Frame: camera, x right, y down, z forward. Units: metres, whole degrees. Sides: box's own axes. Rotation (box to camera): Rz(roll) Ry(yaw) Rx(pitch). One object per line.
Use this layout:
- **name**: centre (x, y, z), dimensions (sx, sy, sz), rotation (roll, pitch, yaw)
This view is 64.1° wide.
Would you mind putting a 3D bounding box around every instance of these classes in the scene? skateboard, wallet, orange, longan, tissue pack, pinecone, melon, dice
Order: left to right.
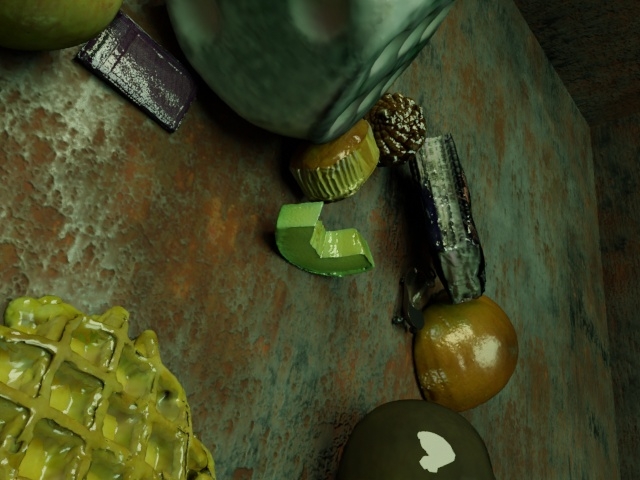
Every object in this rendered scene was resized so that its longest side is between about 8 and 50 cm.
- **wallet**: centre (-0.256, -0.247, 0.745), dimensions (0.166, 0.030, 0.111), rotation (37, 52, -36)
- **dice**: centre (-0.002, -0.377, 0.778), dimensions (0.348, 0.330, 0.328), rotation (47, 46, -2)
- **melon**: centre (0.000, 0.000, 0.896), dimensions (0.209, 0.118, 0.064), rotation (42, 36, -47)
- **pinecone**: centre (0.152, -0.236, 1.112), dimensions (0.173, 0.173, 0.174), rotation (17, 66, -44)
- **skateboard**: centre (0.210, 0.122, 1.115), dimensions (0.067, 0.080, 0.151), rotation (30, 55, -32)
- **longan**: centre (0.158, 0.404, 0.823), dimensions (0.297, 0.297, 0.297), rotation (17, 66, -44)
- **tissue pack**: centre (0.290, -0.049, 1.162), dimensions (0.245, 0.123, 0.332), rotation (59, 24, -50)
- **orange**: centre (0.334, 0.255, 1.209), dimensions (0.310, 0.274, 0.274), rotation (-24, 97, -17)

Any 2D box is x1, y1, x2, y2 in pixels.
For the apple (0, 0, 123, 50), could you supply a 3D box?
- **apple**: centre (-0.342, -0.332, 0.553), dimensions (0.260, 0.194, 0.261), rotation (19, 62, -42)

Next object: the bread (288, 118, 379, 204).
- **bread**: centre (0.028, -0.156, 0.948), dimensions (0.190, 0.132, 0.114), rotation (-61, 137, -41)

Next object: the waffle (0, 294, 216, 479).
- **waffle**: centre (-0.231, 0.228, 0.484), dimensions (0.382, 0.095, 0.379), rotation (62, 17, 5)
